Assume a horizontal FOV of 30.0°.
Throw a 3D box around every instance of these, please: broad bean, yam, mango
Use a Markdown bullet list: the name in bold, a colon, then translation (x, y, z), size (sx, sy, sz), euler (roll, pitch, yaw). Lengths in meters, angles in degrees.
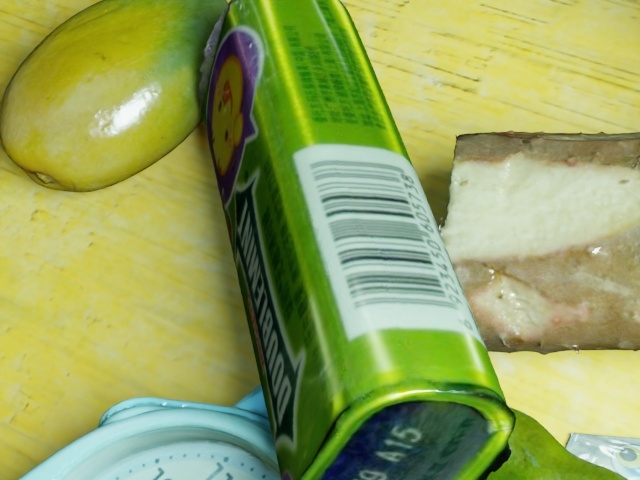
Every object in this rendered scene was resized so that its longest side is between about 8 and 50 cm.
- **broad bean**: translation (0.087, 0.109, 0.672), size (0.256, 0.053, 0.052), euler (31, 114, 31)
- **yam**: translation (0.178, 0.002, 0.666), size (0.238, 0.128, 0.129), euler (1, 103, 16)
- **mango**: translation (-0.137, -0.114, 0.840), size (0.130, 0.092, 0.194), euler (25, 62, 28)

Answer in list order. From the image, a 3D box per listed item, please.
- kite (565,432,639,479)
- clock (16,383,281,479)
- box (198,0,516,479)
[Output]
- **kite**: translation (0.154, 0.207, 0.623), size (0.127, 0.016, 0.229), euler (19, 65, 27)
- **clock**: translation (-0.075, 0.201, 0.644), size (0.274, 0.094, 0.223), euler (-40, 60, -11)
- **box**: translation (0.000, 0.000, 0.661), size (0.097, 0.134, 0.345), euler (5, 41, -20)
